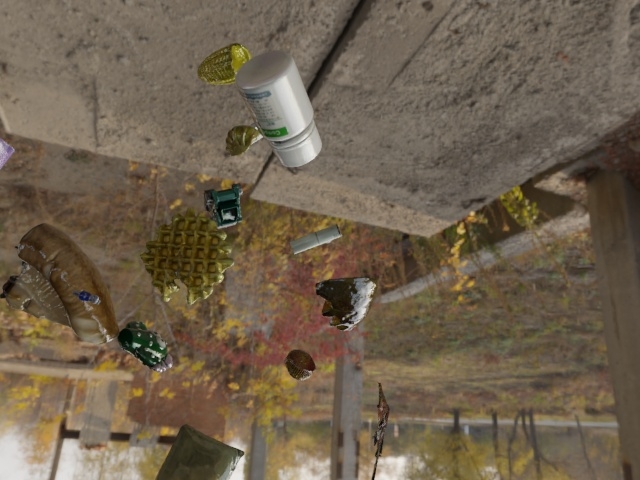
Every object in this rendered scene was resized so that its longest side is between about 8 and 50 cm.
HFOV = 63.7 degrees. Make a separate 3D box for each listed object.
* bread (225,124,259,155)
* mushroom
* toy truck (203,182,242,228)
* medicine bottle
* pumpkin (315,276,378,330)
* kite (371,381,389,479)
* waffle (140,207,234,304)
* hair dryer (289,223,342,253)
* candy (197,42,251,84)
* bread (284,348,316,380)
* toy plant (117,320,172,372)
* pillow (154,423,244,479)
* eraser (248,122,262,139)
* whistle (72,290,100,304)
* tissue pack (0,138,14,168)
[{"bbox_3d":[-0.286,-0.365,1.845,0.157,0.083,0.095,-8,121,28],"label":"bread"},{"bbox_3d":[-0.825,0.160,1.751,0.397,0.314,0.224,30,-163,3],"label":"mushroom"},{"bbox_3d":[-0.300,-0.096,1.606,0.110,0.117,0.216,-14,174,-19],"label":"toy truck"},{"bbox_3d":[-0.086,-0.289,1.156,0.138,0.139,0.237,-3,142,20],"label":"medicine bottle"},{"bbox_3d":[0.105,0.184,1.467,0.149,0.131,0.254,-12,161,27],"label":"pumpkin"},{"bbox_3d":[0.172,0.531,1.498,0.016,0.321,0.234,8,138,1],"label":"kite"},{"bbox_3d":[-0.370,0.045,1.440,0.250,0.261,0.056,-40,157,0],"label":"waffle"},{"bbox_3d":[-0.007,0.003,1.599,0.154,0.044,0.183,-19,173,3],"label":"hair dryer"},{"bbox_3d":[-0.295,-0.514,1.534,0.198,0.106,0.094,1,-162,42],"label":"candy"},{"bbox_3d":[-0.050,0.319,1.346,0.085,0.085,0.053,20,115,-36],"label":"bread"},{"bbox_3d":[-0.644,0.391,1.912,0.232,0.112,0.243,47,178,3],"label":"toy plant"},{"bbox_3d":[-0.332,0.628,1.260,0.184,0.303,0.075,20,155,13],"label":"pillow"},{"bbox_3d":[-0.272,-0.408,2.003,0.150,0.023,0.104,-32,166,0],"label":"eraser"},{"bbox_3d":[-0.641,0.152,1.411,0.083,0.029,0.033,16,126,7],"label":"whistle"},{"bbox_3d":[-0.967,-0.166,1.259,0.160,0.339,0.242,13,158,44],"label":"tissue pack"}]
